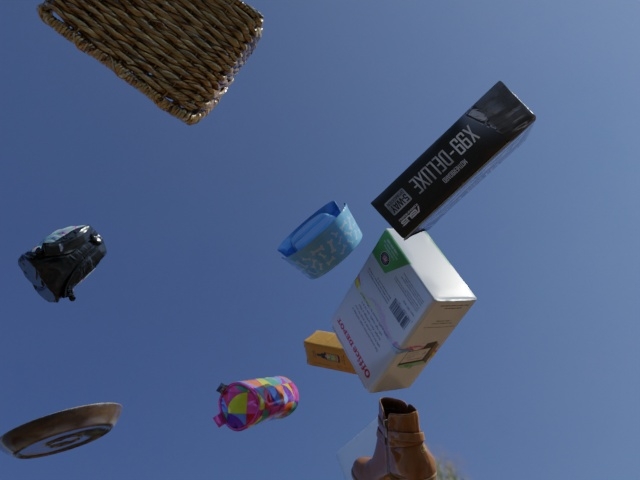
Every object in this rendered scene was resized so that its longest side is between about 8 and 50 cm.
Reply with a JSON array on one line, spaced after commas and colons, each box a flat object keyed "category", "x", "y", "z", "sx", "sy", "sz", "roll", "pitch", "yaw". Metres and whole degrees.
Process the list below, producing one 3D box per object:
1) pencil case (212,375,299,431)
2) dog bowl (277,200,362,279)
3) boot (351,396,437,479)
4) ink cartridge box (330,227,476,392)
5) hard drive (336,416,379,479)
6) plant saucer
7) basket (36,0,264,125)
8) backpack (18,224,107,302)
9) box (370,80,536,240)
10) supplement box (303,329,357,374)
[{"category": "pencil case", "x": -0.129, "y": 0.337, "z": 1.310, "sx": 0.104, "sy": 0.104, "sz": 0.236, "roll": -41, "pitch": -21, "yaw": 10}, {"category": "dog bowl", "x": 0.000, "y": 0.000, "z": 1.298, "sx": 0.166, "sy": 0.297, "sz": 0.074, "roll": -41, "pitch": -80, "yaw": -3}, {"category": "boot", "x": 0.147, "y": 0.464, "z": 1.411, "sx": 0.109, "sy": 0.283, "sz": 0.220, "roll": -15, "pitch": -86, "yaw": -26}, {"category": "ink cartridge box", "x": 0.157, "y": 0.145, "z": 1.280, "sx": 0.117, "sy": 0.201, "sz": 0.278, "roll": 3, "pitch": -50, "yaw": -34}, {"category": "hard drive", "x": 0.163, "y": 0.650, "z": 1.846, "sx": 0.210, "sy": 0.319, "sz": 0.040, "roll": -40, "pitch": -78, "yaw": -2}, {"category": "plant saucer", "x": -0.667, "y": 0.501, "z": 1.624, "sx": 0.311, "sy": 0.050, "sz": 0.310, "roll": -18, "pitch": -22, "yaw": -8}, {"category": "basket", "x": -0.280, "y": -0.351, "z": 1.061, "sx": 0.299, "sy": 0.213, "sz": 0.223, "roll": 34, "pitch": -95, "yaw": -12}, {"category": "backpack", "x": -0.591, "y": 0.038, "z": 1.447, "sx": 0.115, "sy": 0.182, "sz": 0.152, "roll": 3, "pitch": -53, "yaw": 32}, {"category": "box", "x": 0.217, "y": -0.116, "z": 0.992, "sx": 0.242, "sy": 0.307, "sz": 0.076, "roll": -44, "pitch": -98, "yaw": 14}, {"category": "supplement box", "x": 0.073, "y": 0.294, "z": 1.630, "sx": 0.233, "sy": 0.080, "sz": 0.078, "roll": 4, "pitch": -66, "yaw": 31}]
